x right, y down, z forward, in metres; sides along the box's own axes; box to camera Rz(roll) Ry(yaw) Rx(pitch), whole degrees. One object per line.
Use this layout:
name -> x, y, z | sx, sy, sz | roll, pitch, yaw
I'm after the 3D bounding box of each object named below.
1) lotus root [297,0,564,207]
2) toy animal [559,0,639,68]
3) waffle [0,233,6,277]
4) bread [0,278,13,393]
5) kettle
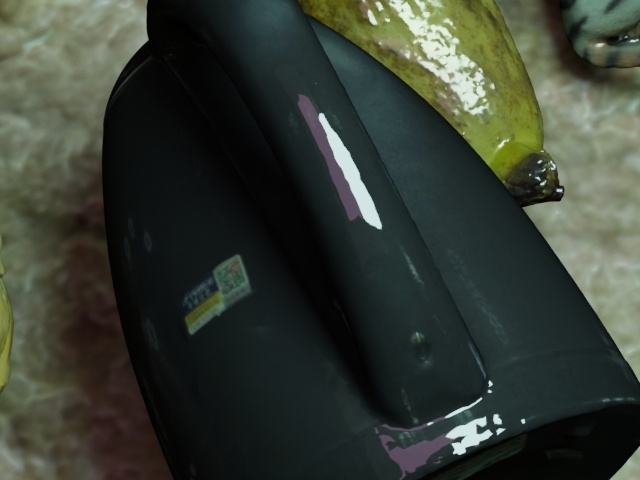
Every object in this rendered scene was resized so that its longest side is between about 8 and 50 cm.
lotus root -> 0.057, -0.085, 1.034 | 0.108, 0.094, 0.190 | -28, 77, -25
toy animal -> 0.171, -0.209, 1.077 | 0.170, 0.090, 0.255 | -33, 60, 11
waffle -> -0.321, -0.112, 0.950 | 0.304, 0.077, 0.348 | -10, 68, 2
bread -> -0.269, 0.056, 0.986 | 0.236, 0.120, 0.198 | -28, 68, -6
kettle -> 0.000, 0.000, 0.911 | 0.207, 0.268, 0.290 | -23, 68, -11
